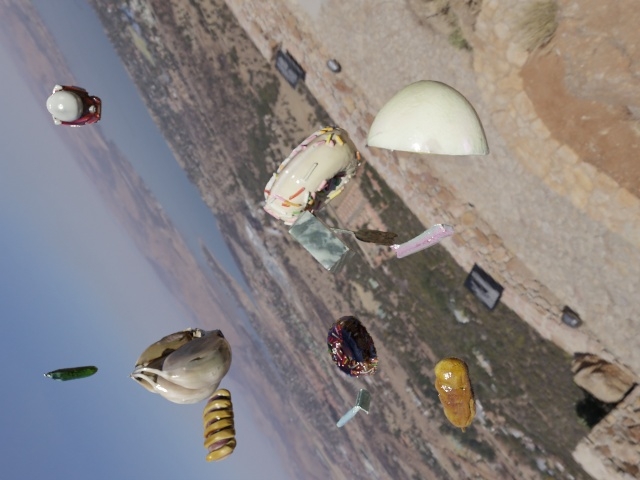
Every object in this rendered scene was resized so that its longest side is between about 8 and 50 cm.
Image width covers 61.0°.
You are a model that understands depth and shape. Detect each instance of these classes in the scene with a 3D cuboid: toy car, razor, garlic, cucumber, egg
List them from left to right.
[{"bbox_3d":[-0.696,0.371,1.513,0.155,0.037,0.037,8,-148,-53],"label":"cucumber"},{"bbox_3d":[-0.677,-0.364,1.476,0.112,0.139,0.112,-103,20,-77],"label":"toy car"},{"bbox_3d":[-0.370,0.331,1.491,0.237,0.292,0.210,31,124,13],"label":"garlic"},{"bbox_3d":[0.082,0.462,1.456,0.040,0.068,0.135,35,122,-5],"label":"razor"},{"bbox_3d":[0.291,-0.330,1.469,0.337,0.337,0.201,26,118,60],"label":"egg"}]

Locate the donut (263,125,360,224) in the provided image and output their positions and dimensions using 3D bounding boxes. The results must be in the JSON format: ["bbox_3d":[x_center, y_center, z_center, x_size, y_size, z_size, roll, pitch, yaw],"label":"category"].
[{"bbox_3d":[-0.019,-0.202,1.788,0.142,0.382,0.383,44,161,11],"label":"donut"}]

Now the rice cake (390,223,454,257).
[{"bbox_3d":[0.384,0.002,2.084,0.081,0.051,0.290,25,148,-27],"label":"rice cake"}]

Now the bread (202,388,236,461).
[{"bbox_3d":[-0.342,0.616,1.802,0.134,0.081,0.225,-46,42,33],"label":"bread"}]

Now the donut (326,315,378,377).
[{"bbox_3d":[0.108,0.387,1.946,0.235,0.089,0.235,31,130,45],"label":"donut"}]

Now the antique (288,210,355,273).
[{"bbox_3d":[0.000,0.000,1.539,0.183,0.086,0.088,44,-175,20],"label":"antique"}]

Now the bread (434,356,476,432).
[{"bbox_3d":[0.455,0.522,1.793,0.084,0.124,0.344,-107,-2,-62],"label":"bread"}]

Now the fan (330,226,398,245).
[{"bbox_3d":[0.140,-0.021,1.786,0.152,0.226,0.008,-50,-31,-67],"label":"fan"}]
